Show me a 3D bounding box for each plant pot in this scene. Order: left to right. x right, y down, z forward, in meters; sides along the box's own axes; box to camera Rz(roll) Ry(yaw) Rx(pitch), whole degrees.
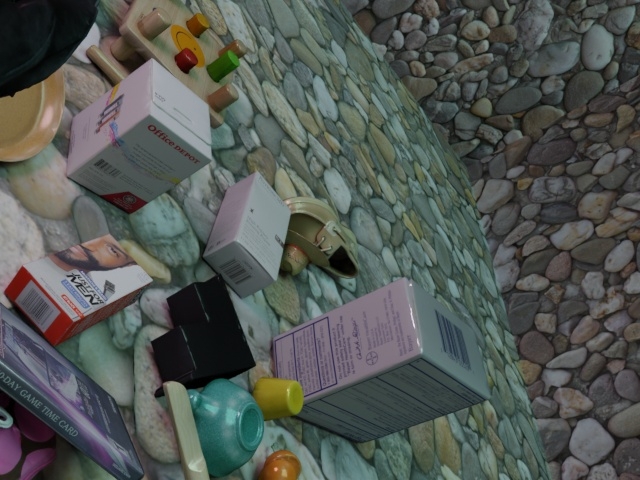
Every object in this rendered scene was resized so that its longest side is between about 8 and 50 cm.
[{"bbox_3d":[-0.423,-0.217,0.914,0.236,0.032,0.236,-4,90,-66],"label":"plant pot"}]

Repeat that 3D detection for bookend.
[{"bbox_3d":[-0.189,0.134,1.041,0.157,0.072,0.156,3,61,-62],"label":"bookend"}]

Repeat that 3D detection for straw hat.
[{"bbox_3d":[-0.054,0.036,1.427,0.144,0.144,0.061,44,70,-35],"label":"straw hat"}]

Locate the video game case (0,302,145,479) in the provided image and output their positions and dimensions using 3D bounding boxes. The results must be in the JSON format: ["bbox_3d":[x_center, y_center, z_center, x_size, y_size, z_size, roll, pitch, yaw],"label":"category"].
[{"bbox_3d":[-0.302,0.130,0.740,0.274,0.026,0.196,51,-11,-25],"label":"video game case"}]

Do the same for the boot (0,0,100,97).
[{"bbox_3d":[-0.351,-0.124,0.524,0.146,0.445,0.367,45,29,-34],"label":"boot"}]

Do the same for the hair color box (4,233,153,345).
[{"bbox_3d":[-0.299,0.057,0.901,0.093,0.053,0.167,46,22,3],"label":"hair color box"}]

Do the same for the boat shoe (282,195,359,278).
[{"bbox_3d":[0.000,0.000,1.534,0.302,0.109,0.098,38,31,-53],"label":"boat shoe"}]

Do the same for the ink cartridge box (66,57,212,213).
[{"bbox_3d":[-0.267,-0.152,1.063,0.128,0.176,0.127,38,33,-44],"label":"ink cartridge box"}]

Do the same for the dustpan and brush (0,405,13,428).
[{"bbox_3d":[-0.379,0.118,0.642,0.211,0.060,0.147,42,29,-18],"label":"dustpan and brush"}]

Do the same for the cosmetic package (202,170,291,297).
[{"bbox_3d":[-0.129,-0.015,1.312,0.117,0.085,0.231,50,28,-27],"label":"cosmetic package"}]

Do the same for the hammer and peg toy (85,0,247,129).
[{"bbox_3d":[-0.266,-0.338,1.326,0.266,0.127,0.361,46,28,-32],"label":"hammer and peg toy"}]

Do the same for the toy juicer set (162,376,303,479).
[{"bbox_3d":[-0.131,0.297,0.990,0.329,0.089,0.209,19,66,-62],"label":"toy juicer set"}]

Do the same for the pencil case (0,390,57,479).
[{"bbox_3d":[-0.326,0.223,0.648,0.098,0.095,0.209,26,27,5],"label":"pencil case"}]

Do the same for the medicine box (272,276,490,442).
[{"bbox_3d":[0.107,0.226,1.268,0.263,0.289,0.149,36,36,-45],"label":"medicine box"}]
